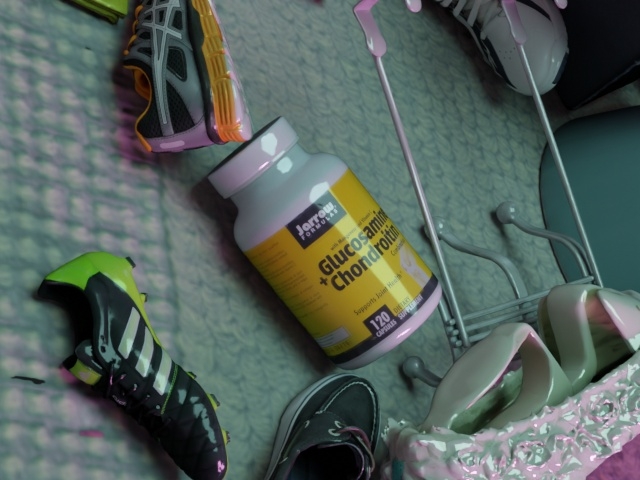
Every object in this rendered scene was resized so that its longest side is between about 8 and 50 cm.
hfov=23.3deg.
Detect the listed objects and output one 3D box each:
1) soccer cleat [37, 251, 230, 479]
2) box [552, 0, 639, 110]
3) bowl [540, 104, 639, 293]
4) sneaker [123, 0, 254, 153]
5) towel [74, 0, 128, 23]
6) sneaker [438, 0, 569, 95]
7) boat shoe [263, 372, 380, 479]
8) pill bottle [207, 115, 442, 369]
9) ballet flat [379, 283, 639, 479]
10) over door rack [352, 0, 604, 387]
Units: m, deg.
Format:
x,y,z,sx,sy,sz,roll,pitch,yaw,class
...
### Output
x,y,z,sx,sy,sz,roll,pitch,yaw,class
-0.125,0.090,1.030,0.072,0.060,0.179,-23,76,-41,soccer cleat
0.381,-0.464,1.590,0.471,0.297,0.480,-25,83,-23,box
0.380,-0.021,1.537,0.311,0.163,0.312,25,48,-32,bowl
-0.112,-0.149,1.181,0.084,0.083,0.215,67,4,-46,sneaker
-0.195,-0.284,1.232,0.102,0.021,0.237,20,52,-32,towel
0.136,-0.244,1.487,0.153,0.094,0.235,1,64,-44,sneaker
0.000,0.164,1.087,0.080,0.076,0.228,51,40,-8,boat shoe
0.000,0.000,1.175,0.184,0.103,0.103,51,40,-8,pill bottle
0.192,0.111,1.219,0.409,0.147,0.147,-31,89,-42,ballet flat
0.127,-0.057,1.320,0.239,0.108,0.324,-13,95,-49,over door rack
